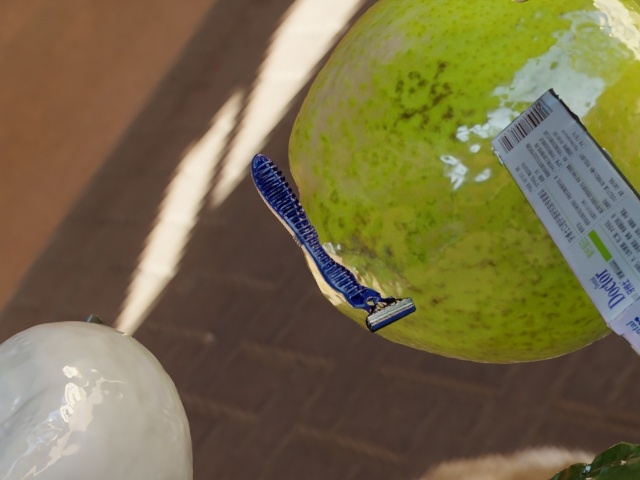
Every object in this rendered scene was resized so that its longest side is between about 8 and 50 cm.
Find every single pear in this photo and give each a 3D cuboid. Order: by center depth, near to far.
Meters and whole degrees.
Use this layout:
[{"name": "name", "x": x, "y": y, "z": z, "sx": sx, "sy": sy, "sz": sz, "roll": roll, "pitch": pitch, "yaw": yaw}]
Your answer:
[{"name": "pear", "x": 0.150, "y": -0.068, "z": 1.695, "sx": 0.391, "sy": 0.391, "sz": 0.391, "roll": -40, "pitch": 22, "yaw": 20}]

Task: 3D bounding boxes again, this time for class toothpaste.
[{"name": "toothpaste", "x": 0.189, "y": -0.007, "z": 1.272, "sx": 0.067, "sy": 0.081, "sz": 0.336, "roll": -41, "pitch": 21, "yaw": 10}]

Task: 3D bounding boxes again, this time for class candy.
[{"name": "candy", "x": -0.233, "y": 0.268, "z": 1.269, "sx": 0.386, "sy": 0.186, "sz": 0.427, "roll": -31, "pitch": -32, "yaw": -38}]

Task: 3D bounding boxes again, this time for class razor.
[{"name": "razor", "x": -0.001, "y": 0.003, "z": 1.315, "sx": 0.044, "sy": 0.154, "sz": 0.028, "roll": -26, "pitch": -23, "yaw": -39}]

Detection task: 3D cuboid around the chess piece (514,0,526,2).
[{"name": "chess piece", "x": 0.184, "y": -0.192, "z": 1.330, "sx": 0.172, "sy": 0.060, "sz": 0.060, "roll": 3, "pitch": 52, "yaw": 41}]

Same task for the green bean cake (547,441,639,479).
[{"name": "green bean cake", "x": 0.287, "y": 0.347, "z": 1.581, "sx": 0.319, "sy": 0.218, "sz": 0.335, "roll": -31, "pitch": 55, "yaw": 49}]
